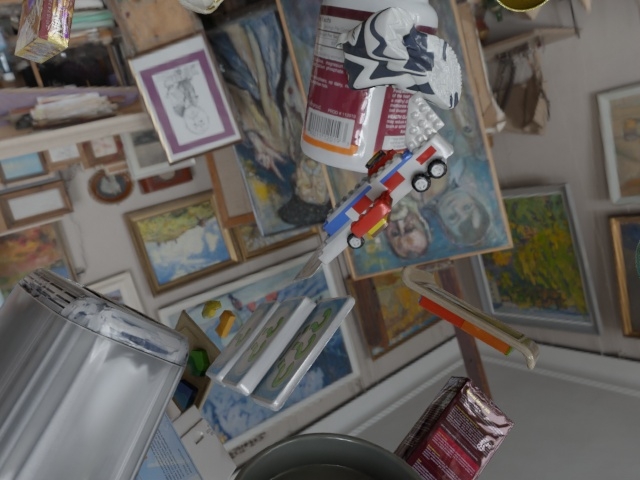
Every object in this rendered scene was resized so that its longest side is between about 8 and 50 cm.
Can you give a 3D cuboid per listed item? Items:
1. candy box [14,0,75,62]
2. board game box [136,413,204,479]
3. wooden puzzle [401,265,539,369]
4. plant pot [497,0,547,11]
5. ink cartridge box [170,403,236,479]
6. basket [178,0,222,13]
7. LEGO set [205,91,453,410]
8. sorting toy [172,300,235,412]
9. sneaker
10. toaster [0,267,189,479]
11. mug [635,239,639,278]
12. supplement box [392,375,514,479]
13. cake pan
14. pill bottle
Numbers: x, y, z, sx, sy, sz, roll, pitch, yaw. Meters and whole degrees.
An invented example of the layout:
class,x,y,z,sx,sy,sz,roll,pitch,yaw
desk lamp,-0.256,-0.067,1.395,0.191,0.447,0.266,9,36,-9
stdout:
class,x,y,z,sx,sy,sz,roll,pitch,yaw
candy box,-0.487,-0.385,0.931,0.053,0.109,0.186,8,-178,-39
board game box,-0.346,0.286,0.649,0.318,0.066,0.319,-21,-125,-33
wooden puzzle,0.251,0.130,0.879,0.238,0.044,0.221,35,-172,24
plant pot,0.378,-0.510,0.997,0.134,0.134,0.095,-13,-153,11
ink cartridge box,-0.325,0.483,1.066,0.232,0.168,0.171,-36,176,4
basket,-0.155,-0.354,0.275,0.328,0.331,0.266,27,178,16
LEGO set,0.000,0.000,0.393,0.244,0.060,0.182,-51,-169,-21
sorting toy,-0.322,0.277,1.321,0.041,0.307,0.229,11,-160,-46
sneaker,0.121,-0.285,0.874,0.235,0.094,0.153,14,176,-43
toaster,-0.200,0.114,0.417,0.227,0.129,0.146,9,-110,50
mug,0.502,0.039,0.707,0.097,0.158,0.129,-5,152,-19
supplement box,0.234,0.385,0.977,0.239,0.130,0.073,-45,-176,-18
cake pan,0.019,0.377,0.684,0.293,0.054,0.293,6,-156,-3
pill bottle,0.096,-0.346,1.011,0.224,0.392,0.224,9,-157,-4
